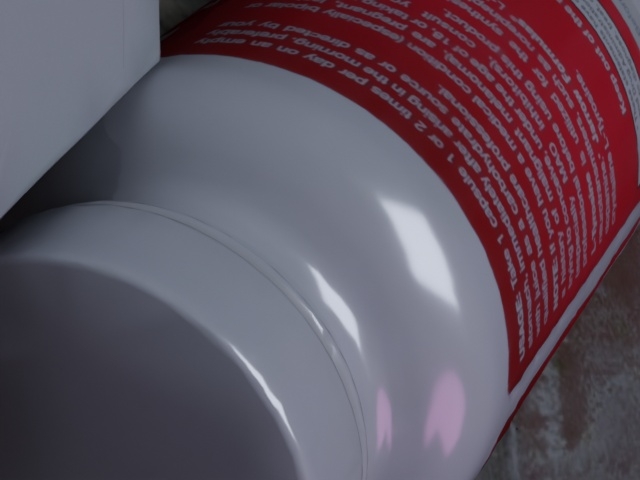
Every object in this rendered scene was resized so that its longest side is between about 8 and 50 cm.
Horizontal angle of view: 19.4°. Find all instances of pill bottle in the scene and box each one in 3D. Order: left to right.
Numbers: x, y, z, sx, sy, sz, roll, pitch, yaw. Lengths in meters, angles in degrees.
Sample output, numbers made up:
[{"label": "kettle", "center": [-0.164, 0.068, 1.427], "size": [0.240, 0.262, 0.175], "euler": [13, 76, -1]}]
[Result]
[{"label": "pill bottle", "center": [0.000, 0.000, 0.826], "size": [0.408, 0.229, 0.229], "euler": [-46, 118, -55]}]

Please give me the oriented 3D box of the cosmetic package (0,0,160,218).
[{"label": "cosmetic package", "center": [-0.194, -0.074, 0.537], "size": [0.385, 0.156, 0.217], "euler": [-53, 151, -49]}]
